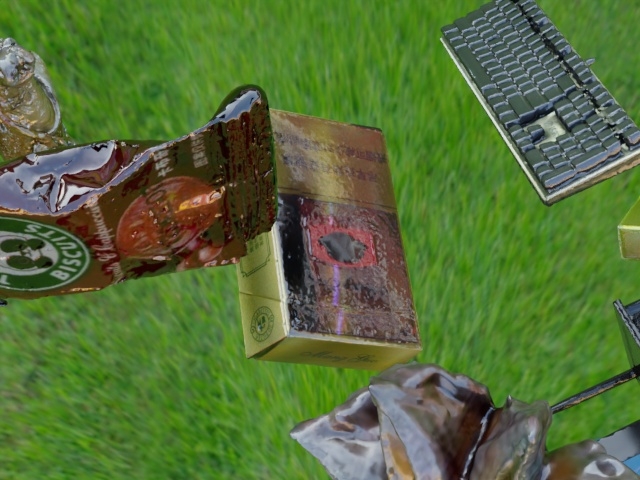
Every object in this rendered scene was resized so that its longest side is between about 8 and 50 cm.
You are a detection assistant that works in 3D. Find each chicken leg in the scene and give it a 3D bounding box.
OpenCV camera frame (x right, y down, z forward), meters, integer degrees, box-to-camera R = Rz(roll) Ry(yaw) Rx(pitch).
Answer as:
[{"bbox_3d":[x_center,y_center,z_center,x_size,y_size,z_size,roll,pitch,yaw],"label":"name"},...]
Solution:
[{"bbox_3d":[-0.282,-0.135,1.620,0.080,0.196,0.125,-29,52,-15],"label":"chicken leg"}]

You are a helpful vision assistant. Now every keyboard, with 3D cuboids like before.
[{"bbox_3d":[0.183,-0.132,1.426,0.106,0.317,0.027,-26,122,2],"label":"keyboard"}]

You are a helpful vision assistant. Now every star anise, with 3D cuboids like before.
[{"bbox_3d":[0.132,0.201,1.335,0.331,0.332,0.118,21,56,5],"label":"star anise"}]

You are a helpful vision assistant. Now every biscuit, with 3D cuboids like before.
[{"bbox_3d":[-0.137,-0.016,0.971,0.235,0.151,0.063,-9,59,1],"label":"biscuit"}]

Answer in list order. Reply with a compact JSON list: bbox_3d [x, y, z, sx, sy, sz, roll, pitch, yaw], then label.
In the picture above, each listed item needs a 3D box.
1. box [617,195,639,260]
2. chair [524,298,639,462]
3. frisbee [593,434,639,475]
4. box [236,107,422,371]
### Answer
[{"bbox_3d":[0.454,-0.027,1.590,0.311,0.173,0.043,5,122,31],"label":"box"},{"bbox_3d":[0.311,0.135,1.510,0.260,0.141,0.154,-25,53,2],"label":"chair"},{"bbox_3d":[0.269,0.309,1.752,0.242,0.242,0.045,-44,47,-7],"label":"frisbee"},{"bbox_3d":[0.000,0.000,1.609,0.159,0.071,0.240,10,59,-33],"label":"box"}]
